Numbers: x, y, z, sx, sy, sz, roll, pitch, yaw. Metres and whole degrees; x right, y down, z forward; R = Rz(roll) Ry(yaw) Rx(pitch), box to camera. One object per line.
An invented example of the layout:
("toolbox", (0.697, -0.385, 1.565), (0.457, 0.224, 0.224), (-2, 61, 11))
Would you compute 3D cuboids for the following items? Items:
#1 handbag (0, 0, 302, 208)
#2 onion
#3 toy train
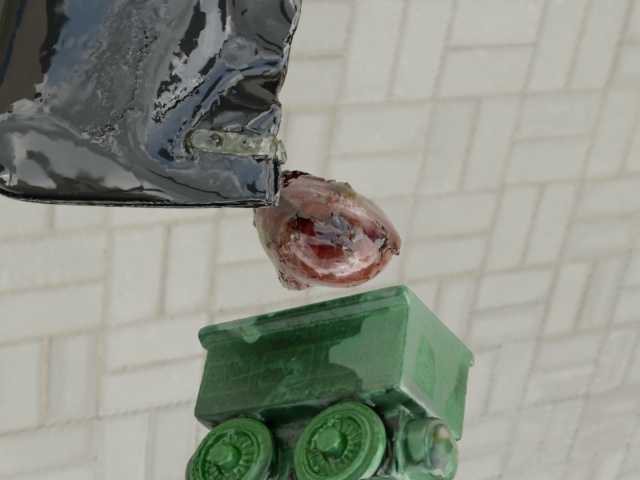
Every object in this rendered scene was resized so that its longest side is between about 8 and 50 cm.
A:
("handbag", (-0.145, -0.180, 1.048), (0.152, 0.288, 0.342), (-9, 113, -73))
("onion", (0.000, 0.000, 1.374), (0.184, 0.184, 0.147), (4, 122, -32))
("toy train", (0.003, 0.166, 1.033), (0.266, 0.202, 0.145), (-14, 139, 31))
